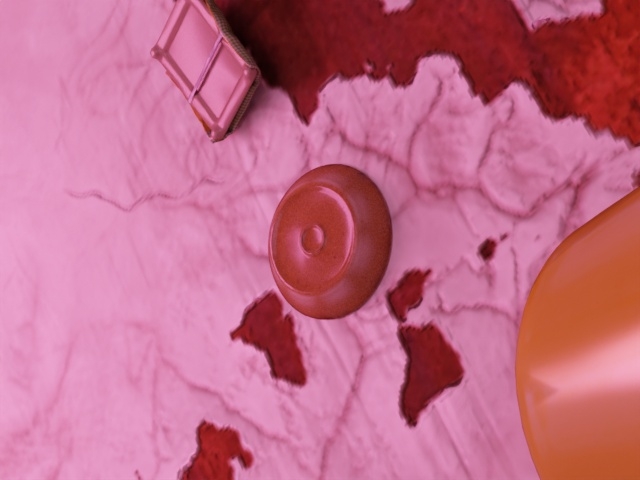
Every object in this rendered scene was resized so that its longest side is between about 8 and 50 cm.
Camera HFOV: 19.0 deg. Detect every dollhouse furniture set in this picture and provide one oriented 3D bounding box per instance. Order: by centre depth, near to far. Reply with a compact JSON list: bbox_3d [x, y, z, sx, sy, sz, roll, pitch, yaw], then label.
[{"bbox_3d":[-0.032,-0.132,1.051,0.076,0.059,0.151,53,136,23],"label":"dollhouse furniture set"}]

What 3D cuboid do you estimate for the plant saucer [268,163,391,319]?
[{"bbox_3d":[0.000,0.000,1.011,0.083,0.015,0.083,-6,81,39],"label":"plant saucer"}]

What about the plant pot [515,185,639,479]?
[{"bbox_3d":[0.208,0.040,0.701,0.239,0.254,0.254,-21,71,51],"label":"plant pot"}]
